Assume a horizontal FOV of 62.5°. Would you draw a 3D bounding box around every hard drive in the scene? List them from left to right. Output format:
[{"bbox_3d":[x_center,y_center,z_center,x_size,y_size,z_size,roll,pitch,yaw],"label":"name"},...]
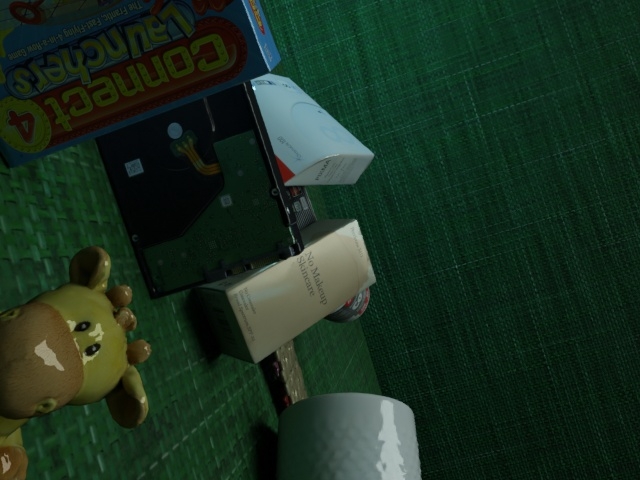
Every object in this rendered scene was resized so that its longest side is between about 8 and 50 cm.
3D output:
[{"bbox_3d":[-0.184,-0.108,0.768,0.064,0.237,0.339,-38,110,-80],"label":"hard drive"}]

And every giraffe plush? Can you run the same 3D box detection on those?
[{"bbox_3d":[-0.219,0.096,0.380,0.210,0.170,0.181,-86,157,-66],"label":"giraffe plush"}]

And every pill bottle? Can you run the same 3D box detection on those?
[{"bbox_3d":[0.021,0.123,1.377,0.283,0.161,0.161,38,36,-67],"label":"pill bottle"}]

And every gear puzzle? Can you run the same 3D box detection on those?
[{"bbox_3d":[-0.062,0.386,1.229,0.175,0.044,0.339,-55,130,-81],"label":"gear puzzle"}]

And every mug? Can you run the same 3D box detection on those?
[{"bbox_3d":[0.042,0.518,1.004,0.374,0.276,0.328,110,-16,-50],"label":"mug"}]

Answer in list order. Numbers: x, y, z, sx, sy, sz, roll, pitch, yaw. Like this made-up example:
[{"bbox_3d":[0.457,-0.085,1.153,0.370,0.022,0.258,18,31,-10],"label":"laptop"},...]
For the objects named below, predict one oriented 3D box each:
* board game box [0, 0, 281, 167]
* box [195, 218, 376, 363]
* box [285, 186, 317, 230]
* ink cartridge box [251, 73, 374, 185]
[{"bbox_3d":[-0.237,-0.264,0.513,0.086,0.308,0.302,-85,156,-64],"label":"board game box"},{"bbox_3d":[-0.055,0.081,0.983,0.121,0.311,0.148,-1,-65,52],"label":"box"},{"bbox_3d":[-0.101,0.020,1.099,0.060,0.216,0.270,24,-44,64],"label":"box"},{"bbox_3d":[-0.110,-0.237,1.052,0.308,0.091,0.385,47,29,23],"label":"ink cartridge box"}]
